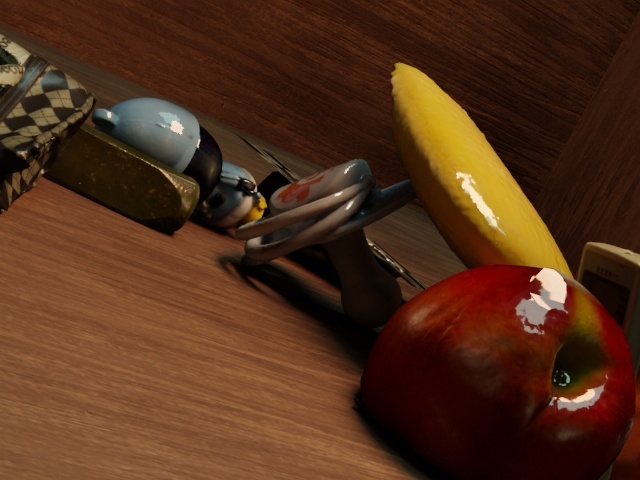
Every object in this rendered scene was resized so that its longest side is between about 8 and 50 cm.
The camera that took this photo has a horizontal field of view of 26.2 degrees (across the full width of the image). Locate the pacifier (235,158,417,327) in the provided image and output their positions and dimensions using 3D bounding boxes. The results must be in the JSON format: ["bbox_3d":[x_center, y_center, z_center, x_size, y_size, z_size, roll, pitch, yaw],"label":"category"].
[{"bbox_3d":[0.033,0.019,1.892,0.244,0.299,0.233,-41,106,-48],"label":"pacifier"}]

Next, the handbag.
[{"bbox_3d":[-0.481,-0.195,1.577,0.416,0.180,0.316,31,15,-11],"label":"handbag"}]

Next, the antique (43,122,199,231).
[{"bbox_3d":[-0.270,-0.088,1.848,0.221,0.081,0.080,26,9,-9],"label":"antique"}]

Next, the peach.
[{"bbox_3d":[0.173,0.160,1.484,0.281,0.281,0.338,24,-25,-24],"label":"peach"}]

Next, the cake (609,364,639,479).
[{"bbox_3d":[0.377,0.179,1.594,0.135,0.287,0.098,6,-2,0],"label":"cake"}]

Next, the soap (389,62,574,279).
[{"bbox_3d":[0.205,-0.037,1.752,0.306,0.115,0.427,50,10,-36],"label":"soap"}]

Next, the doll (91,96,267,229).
[{"bbox_3d":[-0.212,-0.108,1.992,0.177,0.141,0.314,-7,-31,42],"label":"doll"}]

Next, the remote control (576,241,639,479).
[{"bbox_3d":[0.309,0.149,1.555,0.038,0.285,0.123,9,11,-22],"label":"remote control"}]

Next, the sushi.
[{"bbox_3d":[0.000,0.000,2.229,0.373,0.100,0.296,41,4,12],"label":"sushi"}]
